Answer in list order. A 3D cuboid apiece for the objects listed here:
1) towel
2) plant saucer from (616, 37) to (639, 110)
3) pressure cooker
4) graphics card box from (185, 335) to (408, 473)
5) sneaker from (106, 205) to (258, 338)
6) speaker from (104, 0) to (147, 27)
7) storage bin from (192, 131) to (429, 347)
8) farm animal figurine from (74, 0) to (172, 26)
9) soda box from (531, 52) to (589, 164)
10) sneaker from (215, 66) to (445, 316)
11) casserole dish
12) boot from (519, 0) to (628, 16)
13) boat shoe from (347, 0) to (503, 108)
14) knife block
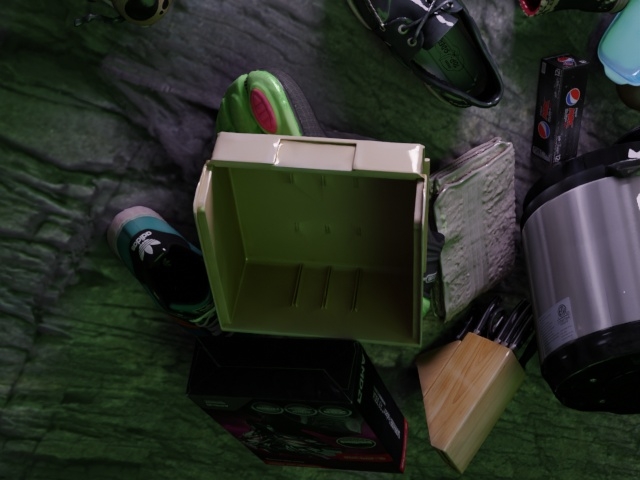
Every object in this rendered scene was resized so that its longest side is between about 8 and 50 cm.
[{"bbox_3d":[0.248,-0.016,1.612,0.187,0.049,0.282,-31,130,-27],"label":"towel"},{"bbox_3d":[0.591,-0.310,1.692,0.199,0.036,0.198,-17,125,-26],"label":"plant saucer"},{"bbox_3d":[0.509,0.031,1.569,0.370,0.420,0.375,-19,149,27],"label":"pressure cooker"},{"bbox_3d":[-0.018,0.244,1.422,0.371,0.233,0.094,63,31,-59],"label":"graphics card box"},{"bbox_3d":[-0.169,0.078,1.360,0.108,0.121,0.302,-46,132,-2],"label":"sneaker"},{"bbox_3d":[-0.242,-0.302,1.134,0.136,0.055,0.055,30,97,-41],"label":"speaker"},{"bbox_3d":[0.000,0.000,1.215,0.263,0.123,0.260,5,141,8],"label":"storage bin"},{"bbox_3d":[-0.134,-0.408,1.025,0.327,0.172,0.330,-25,121,-28],"label":"farm animal figurine"},{"bbox_3d":[0.387,-0.213,1.601,0.060,0.053,0.168,-17,125,-26],"label":"soda box"},{"bbox_3d":[0.025,-0.077,1.395,0.483,0.185,0.202,51,59,-40],"label":"sneaker"},{"bbox_3d":[0.521,-0.340,1.605,0.114,0.037,0.188,32,96,-15],"label":"casserole dish"},{"bbox_3d":[0.388,-0.440,1.448,0.179,0.085,0.236,-13,124,-25],"label":"boot"},{"bbox_3d":[0.151,-0.290,1.360,0.127,0.113,0.340,-44,131,-3],"label":"boat shoe"},{"bbox_3d":[0.293,0.231,1.685,0.242,0.275,0.088,-23,132,17],"label":"knife block"}]
